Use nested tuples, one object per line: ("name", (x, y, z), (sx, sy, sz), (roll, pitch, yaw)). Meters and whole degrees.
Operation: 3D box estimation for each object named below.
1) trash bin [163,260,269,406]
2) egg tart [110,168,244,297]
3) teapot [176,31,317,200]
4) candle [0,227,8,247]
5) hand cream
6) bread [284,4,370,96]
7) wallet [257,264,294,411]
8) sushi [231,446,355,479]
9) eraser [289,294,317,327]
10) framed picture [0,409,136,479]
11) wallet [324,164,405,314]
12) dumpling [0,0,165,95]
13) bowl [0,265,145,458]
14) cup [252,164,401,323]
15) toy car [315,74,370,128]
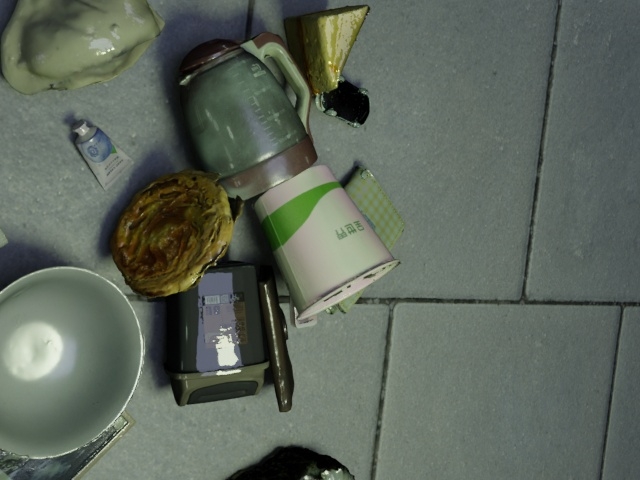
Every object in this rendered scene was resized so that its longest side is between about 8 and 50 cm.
("trash bin", (-0.224, 0.193, 1.595), (0.209, 0.182, 0.291), (-4, 92, -23))
("egg tart", (-0.269, -0.007, 1.486), (0.132, 0.297, 0.297), (43, 71, -49))
("teapot", (-0.141, -0.277, 1.576), (0.315, 0.233, 0.312), (-35, 108, -36))
("candle", (-0.628, -0.059, 1.321), (0.168, 0.192, 0.068), (42, 64, 17))
("hand cream", (-0.434, -0.175, 1.492), (0.084, 0.053, 0.142), (-49, 129, -20))
("bread", (0.023, -0.413, 1.656), (0.135, 0.240, 0.178), (-15, 108, -16))
("wallet", (-0.097, 0.213, 1.696), (0.042, 0.165, 0.310), (-8, 103, 4))
("sushi", (-0.087, 0.609, 1.742), (0.350, 0.170, 0.211), (-20, 108, -30))
("eraser", (-0.040, 0.153, 1.806), (0.065, 0.026, 0.105), (-6, 99, -31))
("framed picture", (-0.531, 0.397, 1.506), (0.281, 0.019, 0.209), (-47, 117, -22))
("wallet", (0.071, 0.003, 1.821), (0.223, 0.077, 0.310), (49, 64, -20))
("dumpling", (-0.438, -0.405, 1.373), (0.318, 0.187, 0.243), (-32, 115, -24))
("bowl", (-0.515, 0.211, 1.400), (0.345, 0.157, 0.346), (-6, 99, -44))
("cup", (0.000, 0.000, 1.610), (0.253, 0.253, 0.274), (-25, 80, -29))
("toy car", (0.055, -0.325, 1.780), (0.204, 0.056, 0.096), (11, 92, -59))
